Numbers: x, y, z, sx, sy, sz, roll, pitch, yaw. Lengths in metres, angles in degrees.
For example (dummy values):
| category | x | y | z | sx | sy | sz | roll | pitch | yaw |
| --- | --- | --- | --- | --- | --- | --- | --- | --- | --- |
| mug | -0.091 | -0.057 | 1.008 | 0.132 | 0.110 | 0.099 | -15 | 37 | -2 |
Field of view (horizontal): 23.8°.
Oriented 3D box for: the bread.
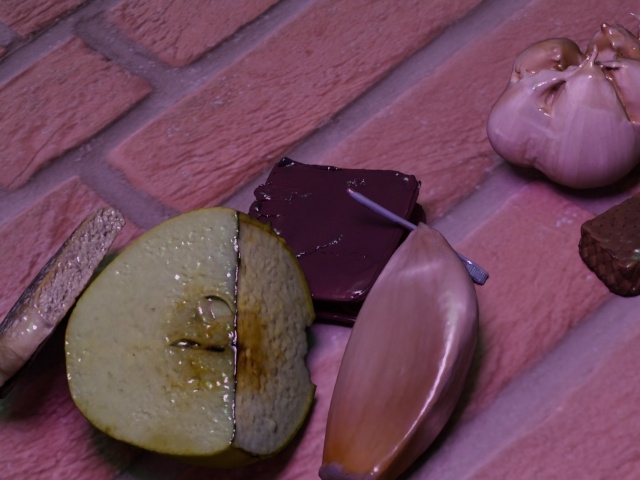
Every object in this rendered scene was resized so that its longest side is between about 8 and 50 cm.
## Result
| category | x | y | z | sx | sy | sz | roll | pitch | yaw |
| --- | --- | --- | --- | --- | --- | --- | --- | --- | --- |
| bread | -0.321 | 0.079 | 1.746 | 0.207 | 0.056 | 0.286 | -48 | 9 | 30 |

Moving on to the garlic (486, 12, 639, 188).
| category | x | y | z | sx | sy | sz | roll | pitch | yaw |
| --- | --- | --- | --- | --- | --- | --- | --- | --- | --- |
| garlic | 0.331 | -0.161 | 1.761 | 0.281 | 0.203 | 0.184 | -11 | 65 | 2 |

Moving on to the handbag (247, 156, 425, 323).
| category | x | y | z | sx | sy | sz | roll | pitch | yaw |
| --- | --- | --- | --- | --- | --- | --- | --- | --- | --- |
| handbag | 0.001 | 0.002 | 1.792 | 0.216 | 0.074 | 0.203 | 6 | 50 | 24 |

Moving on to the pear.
| category | x | y | z | sx | sy | sz | roll | pitch | yaw |
| --- | --- | --- | --- | --- | --- | --- | --- | --- | --- |
| pear | -0.151 | 0.122 | 1.660 | 0.293 | 0.159 | 0.292 | -7 | 72 | 22 |

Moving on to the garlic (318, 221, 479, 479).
| category | x | y | z | sx | sy | sz | roll | pitch | yaw |
| --- | --- | --- | --- | --- | --- | --- | --- | --- | --- |
| garlic | 0.093 | 0.131 | 1.617 | 0.143 | 0.112 | 0.318 | 5 | 56 | 34 |

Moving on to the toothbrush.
| category | x | y | z | sx | sy | sz | roll | pitch | yaw |
| --- | --- | --- | --- | --- | --- | --- | --- | --- | --- |
| toothbrush | 0.110 | -0.007 | 1.728 | 0.193 | 0.013 | 0.019 | 33 | 65 | -9 |

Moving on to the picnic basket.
| category | x | y | z | sx | sy | sz | roll | pitch | yaw |
| --- | --- | --- | --- | --- | --- | --- | --- | --- | --- |
| picnic basket | 0.388 | -0.018 | 1.708 | 0.193 | 0.055 | 0.110 | -29 | 47 | -8 |
